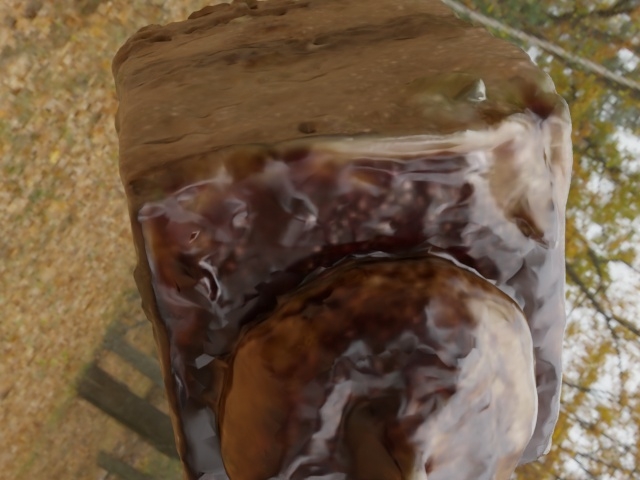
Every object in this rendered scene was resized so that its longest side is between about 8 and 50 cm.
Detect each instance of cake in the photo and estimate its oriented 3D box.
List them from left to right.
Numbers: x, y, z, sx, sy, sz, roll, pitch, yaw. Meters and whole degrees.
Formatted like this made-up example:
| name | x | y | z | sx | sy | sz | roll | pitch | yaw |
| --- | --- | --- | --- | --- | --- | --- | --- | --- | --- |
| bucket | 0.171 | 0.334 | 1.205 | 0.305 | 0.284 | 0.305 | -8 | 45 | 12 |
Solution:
| name | x | y | z | sx | sy | sz | roll | pitch | yaw |
| --- | --- | --- | --- | --- | --- | --- | --- | --- | --- |
| cake | 0.000 | 0.000 | 0.434 | 0.293 | 0.196 | 0.199 | -110 | -167 | -65 |
